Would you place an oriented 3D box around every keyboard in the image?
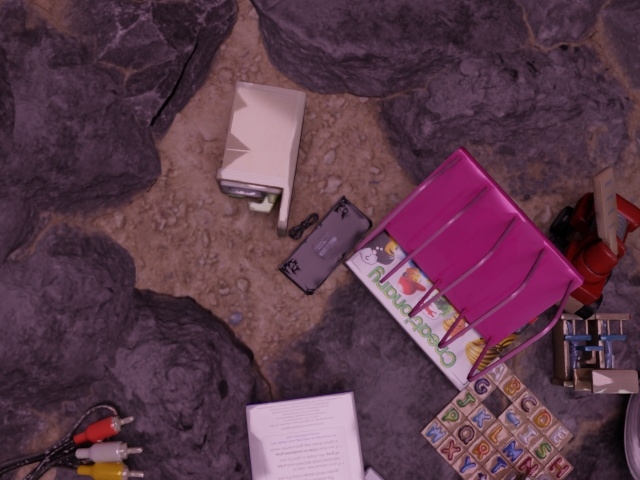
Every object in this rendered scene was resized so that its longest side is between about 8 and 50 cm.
[{"bbox_3d":[0.000,0.000,1.347,0.108,0.023,0.180,42,82,-4],"label":"keyboard"}]

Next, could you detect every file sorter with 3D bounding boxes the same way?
[{"bbox_3d":[0.226,0.042,1.174,0.291,0.182,0.202,48,124,4],"label":"file sorter"}]

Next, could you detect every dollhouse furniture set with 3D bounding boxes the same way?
[{"bbox_3d":[0.486,0.188,1.265,0.128,0.184,0.130,0,83,-3],"label":"dollhouse furniture set"}]

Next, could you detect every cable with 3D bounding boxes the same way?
[{"bbox_3d":[-0.441,0.360,1.254,0.287,0.072,0.140,-12,78,-4],"label":"cable"}]

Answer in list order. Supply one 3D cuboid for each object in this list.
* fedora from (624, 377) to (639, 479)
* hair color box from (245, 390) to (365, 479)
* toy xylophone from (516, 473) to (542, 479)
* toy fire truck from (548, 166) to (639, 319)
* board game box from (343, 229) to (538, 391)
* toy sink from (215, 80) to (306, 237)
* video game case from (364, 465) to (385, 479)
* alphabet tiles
[{"bbox_3d":[0.654,0.317,1.257,0.243,0.124,0.275,34,66,-2],"label":"fedora"},{"bbox_3d":[-0.013,0.432,1.231,0.185,0.110,0.339,-7,75,-1],"label":"hair color box"},{"bbox_3d":[0.446,0.534,1.267,0.322,0.081,0.236,15,83,-4],"label":"toy xylophone"},{"bbox_3d":[0.463,-0.024,1.236,0.158,0.246,0.217,35,53,2],"label":"toy fire truck"},{"bbox_3d":[0.212,0.090,1.329,0.193,0.053,0.305,-42,87,-6],"label":"board game box"},{"bbox_3d":[-0.106,-0.135,1.293,0.131,0.153,0.234,8,84,-2],"label":"toy sink"},{"bbox_3d":[0.097,0.535,1.284,0.212,0.023,0.193,43,83,2],"label":"video game case"},{"bbox_3d":[0.328,0.360,1.324,0.198,0.009,0.237,-43,86,-7],"label":"alphabet tiles"}]
